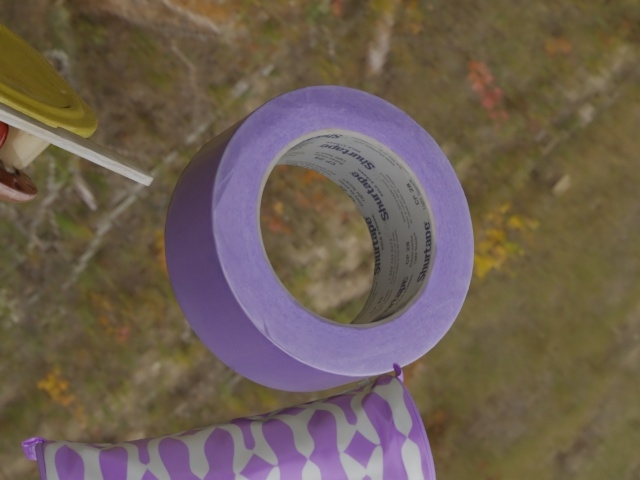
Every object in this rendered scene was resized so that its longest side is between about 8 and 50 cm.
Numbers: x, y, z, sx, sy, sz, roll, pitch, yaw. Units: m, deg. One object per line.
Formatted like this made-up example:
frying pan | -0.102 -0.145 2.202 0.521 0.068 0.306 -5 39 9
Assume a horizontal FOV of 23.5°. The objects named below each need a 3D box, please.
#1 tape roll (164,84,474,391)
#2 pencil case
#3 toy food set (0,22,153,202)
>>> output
tape roll | 0.000 0.000 1.000 0.189 0.189 0.080 -27 -178 -31
pencil case | -0.041 0.120 0.775 0.206 0.088 0.086 -10 154 -11
toy food set | -0.206 -0.078 0.915 0.128 0.218 0.071 22 107 -44
